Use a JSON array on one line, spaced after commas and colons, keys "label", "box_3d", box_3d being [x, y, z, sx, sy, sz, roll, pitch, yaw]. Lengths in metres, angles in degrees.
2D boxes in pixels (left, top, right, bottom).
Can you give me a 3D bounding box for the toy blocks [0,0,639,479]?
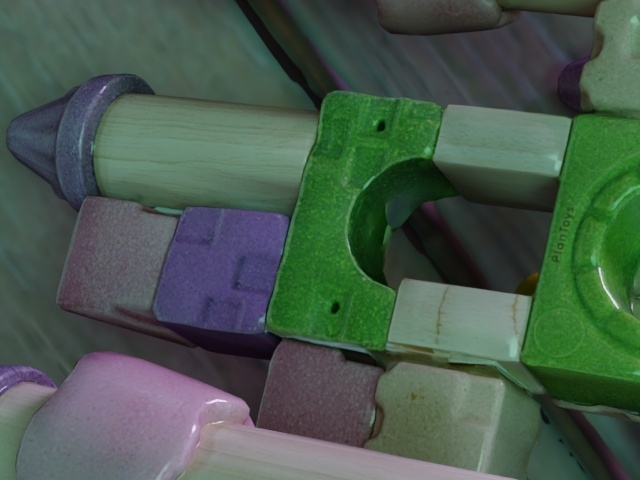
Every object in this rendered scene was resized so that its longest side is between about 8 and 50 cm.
[{"label": "toy blocks", "box_3d": [0.000, 0.000, 0.562, 0.260, 0.309, 0.289, 7, 74, 26]}]
